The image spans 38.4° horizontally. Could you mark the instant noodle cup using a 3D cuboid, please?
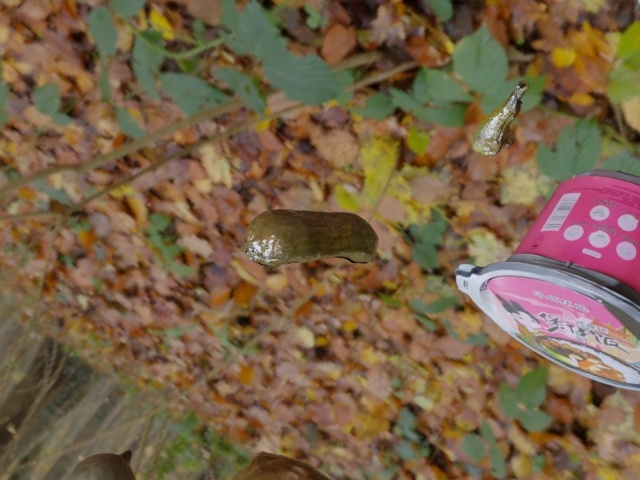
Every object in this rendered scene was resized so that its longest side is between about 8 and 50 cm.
[{"bbox_3d":[0.332,0.034,1.073,0.302,0.182,0.258,28,162,10],"label":"instant noodle cup"}]

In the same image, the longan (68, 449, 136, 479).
[{"bbox_3d":[-0.290,0.328,1.230,0.092,0.113,0.113,32,165,7],"label":"longan"}]

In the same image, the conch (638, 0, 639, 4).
[{"bbox_3d":[0.524,-0.368,1.265,0.172,0.106,0.116,-4,148,26],"label":"conch"}]

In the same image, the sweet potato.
[{"bbox_3d":[0.006,-0.001,1.065,0.081,0.062,0.233,-17,166,40],"label":"sweet potato"}]

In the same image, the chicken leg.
[{"bbox_3d":[0.353,-0.233,1.761,0.070,0.093,0.178,57,140,33],"label":"chicken leg"}]

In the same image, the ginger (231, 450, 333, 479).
[{"bbox_3d":[0.011,0.424,0.938,0.254,0.176,0.419,-13,89,64],"label":"ginger"}]
